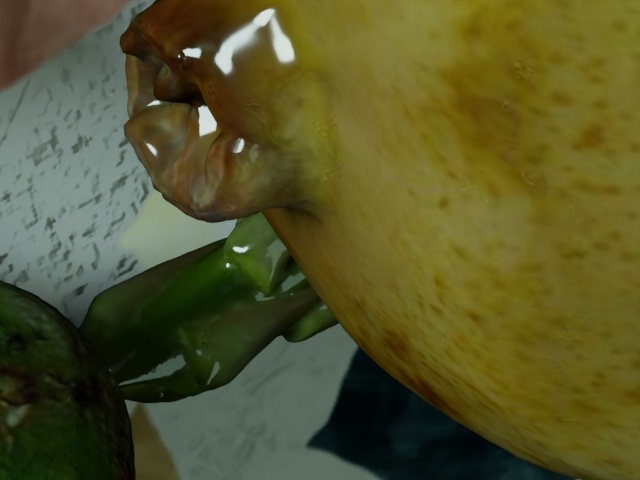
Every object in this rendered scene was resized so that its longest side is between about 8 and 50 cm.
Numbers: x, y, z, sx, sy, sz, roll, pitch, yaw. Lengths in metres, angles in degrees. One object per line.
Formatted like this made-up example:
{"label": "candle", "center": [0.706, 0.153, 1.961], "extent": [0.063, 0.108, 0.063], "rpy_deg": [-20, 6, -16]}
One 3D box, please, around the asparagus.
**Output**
{"label": "asparagus", "center": [0.000, 0.000, 0.811], "extent": [0.287, 0.080, 0.080], "rpy_deg": [-39, 126, -7]}

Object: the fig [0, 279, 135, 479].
{"label": "fig", "center": [-0.179, 0.143, 0.730], "extent": [0.203, 0.203, 0.235], "rpy_deg": [-11, 140, -24]}

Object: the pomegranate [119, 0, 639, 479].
{"label": "pomegranate", "center": [0.112, -0.115, 0.600], "extent": [0.416, 0.416, 0.417], "rpy_deg": [-12, 119, -23]}
